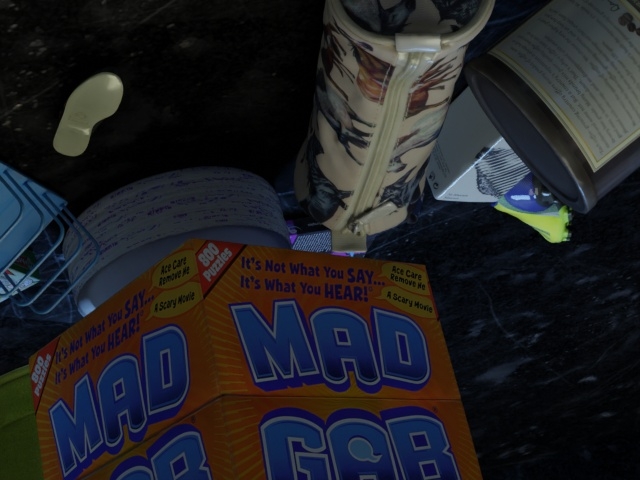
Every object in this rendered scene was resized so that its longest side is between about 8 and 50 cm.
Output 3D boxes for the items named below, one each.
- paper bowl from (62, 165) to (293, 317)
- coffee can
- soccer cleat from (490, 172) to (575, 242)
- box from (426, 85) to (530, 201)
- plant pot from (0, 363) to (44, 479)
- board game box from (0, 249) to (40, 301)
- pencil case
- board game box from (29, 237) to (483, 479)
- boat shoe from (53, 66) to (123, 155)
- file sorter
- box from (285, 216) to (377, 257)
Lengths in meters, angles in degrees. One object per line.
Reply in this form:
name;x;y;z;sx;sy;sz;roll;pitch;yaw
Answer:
paper bowl;-0.173;0.038;1.713;0.284;0.148;0.284;-15;157;-6
coffee can;0.319;-0.191;1.416;0.275;0.201;0.201;-39;155;0
soccer cleat;0.299;-0.066;1.936;0.121;0.093;0.289;6;169;21
box;0.241;-0.156;1.658;0.113;0.094;0.275;0;151;-33
plant pot;-0.355;0.403;2.105;0.367;0.352;0.366;-15;155;-7
board game box;-0.510;0.036;1.586;0.214;0.046;0.317;-27;155;17
pencil case;0.066;-0.154;1.425;0.160;0.183;0.410;-5;153;-9
board game box;-0.077;0.244;1.575;0.356;0.356;0.356;7;150;-41
boat shoe;-0.242;-0.141;1.409;0.049;0.042;0.133;22;139;-20
file sorter;-0.344;-0.001;1.508;0.118;0.104;0.170;-46;153;3
box;0.000;0.000;1.899;0.162;0.029;0.116;-7;155;-21
